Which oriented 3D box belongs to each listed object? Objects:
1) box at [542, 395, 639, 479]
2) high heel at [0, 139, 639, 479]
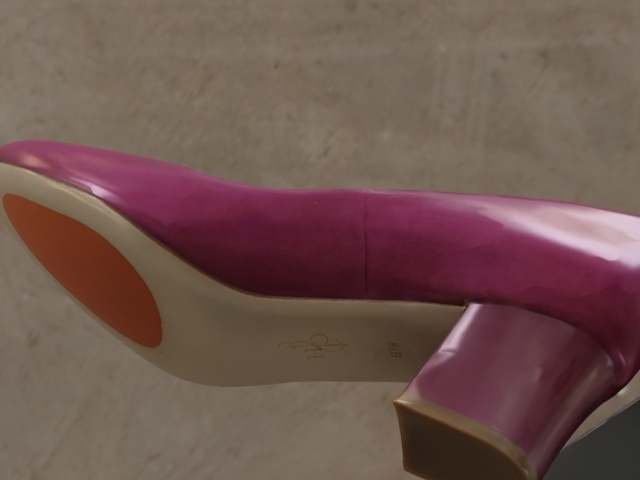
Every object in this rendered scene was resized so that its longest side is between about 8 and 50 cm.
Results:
[{"bbox_3d":[0.256,0.124,1.008,0.184,0.261,0.103,-2,57,-59],"label":"box"},{"bbox_3d":[0.000,0.000,0.919,0.377,0.127,0.181,27,55,20],"label":"high heel"}]
